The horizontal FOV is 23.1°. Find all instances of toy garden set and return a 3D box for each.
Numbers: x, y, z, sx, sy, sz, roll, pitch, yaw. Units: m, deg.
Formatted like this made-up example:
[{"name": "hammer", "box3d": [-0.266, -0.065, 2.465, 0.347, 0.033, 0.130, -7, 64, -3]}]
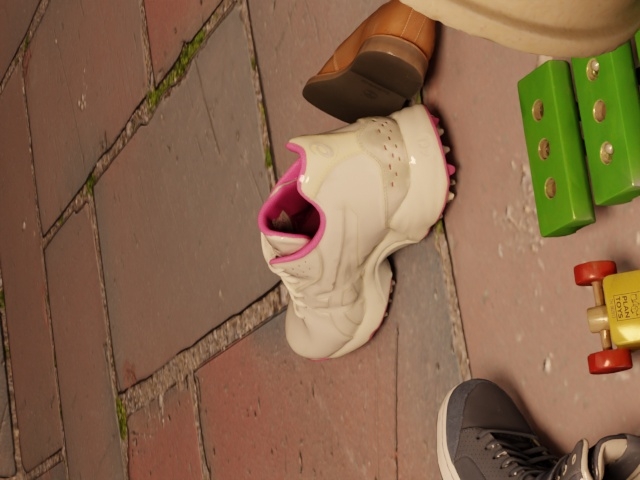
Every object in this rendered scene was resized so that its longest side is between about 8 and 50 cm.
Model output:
[{"name": "toy garden set", "box3d": [0.209, -0.041, 0.915, 0.244, 0.049, 0.204, 145, 121, -62]}]

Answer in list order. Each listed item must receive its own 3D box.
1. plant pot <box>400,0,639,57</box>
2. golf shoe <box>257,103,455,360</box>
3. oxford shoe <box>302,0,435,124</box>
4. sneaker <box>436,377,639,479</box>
[{"name": "plant pot", "box3d": [0.128, -0.313, 0.758, 0.305, 0.333, 0.334, -48, 47, 36]}, {"name": "golf shoe", "box3d": [0.000, 0.000, 1.291, 0.306, 0.140, 0.115, 114, 144, -49]}, {"name": "oxford shoe", "box3d": [0.047, -0.145, 1.277, 0.076, 0.076, 0.212, -67, 15, -17]}, {"name": "sneaker", "box3d": [0.154, 0.147, 1.020, 0.226, 0.086, 0.163, -107, 32, -41]}]
